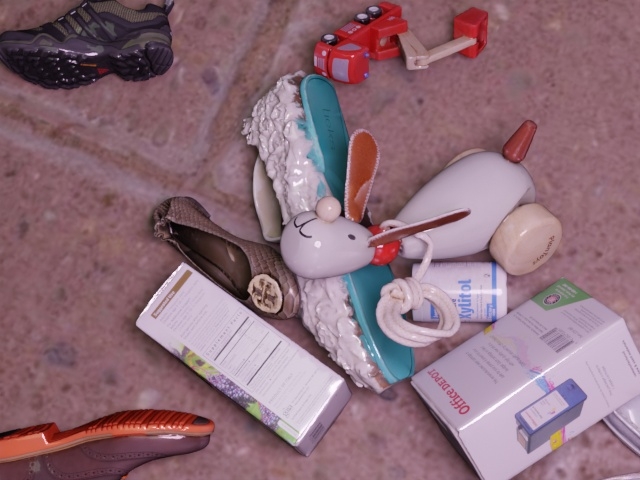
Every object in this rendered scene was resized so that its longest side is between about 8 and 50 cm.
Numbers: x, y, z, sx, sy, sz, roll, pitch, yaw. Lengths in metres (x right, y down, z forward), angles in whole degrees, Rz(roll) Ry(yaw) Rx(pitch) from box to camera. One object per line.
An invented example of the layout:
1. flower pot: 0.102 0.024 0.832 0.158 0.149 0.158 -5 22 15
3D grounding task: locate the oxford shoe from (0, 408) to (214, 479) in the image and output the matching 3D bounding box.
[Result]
1. oxford shoe: -0.248 0.251 1.500 0.271 0.097 0.098 -9 91 9

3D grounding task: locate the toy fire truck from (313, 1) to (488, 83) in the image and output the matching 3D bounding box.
1. toy fire truck: 0.099 -0.236 1.590 0.135 0.047 0.192 26 46 31

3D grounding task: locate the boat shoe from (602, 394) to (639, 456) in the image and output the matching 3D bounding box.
1. boat shoe: 0.440 0.218 1.404 0.320 0.103 0.118 34 79 16

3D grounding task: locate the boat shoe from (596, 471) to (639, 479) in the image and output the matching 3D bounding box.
1. boat shoe: 0.235 0.321 1.391 0.324 0.123 0.116 -10 73 6

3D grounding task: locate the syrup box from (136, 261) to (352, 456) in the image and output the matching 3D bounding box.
1. syrup box: -0.086 0.135 1.503 0.237 0.093 0.096 34 80 16

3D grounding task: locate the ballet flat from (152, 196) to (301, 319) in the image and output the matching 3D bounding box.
1. ballet flat: -0.115 0.019 1.517 0.250 0.058 0.084 36 122 37

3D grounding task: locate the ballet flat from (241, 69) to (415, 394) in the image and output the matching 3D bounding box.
1. ballet flat: 0.000 0.000 1.536 0.147 0.147 0.409 -15 68 2

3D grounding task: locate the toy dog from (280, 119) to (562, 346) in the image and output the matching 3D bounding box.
1. toy dog: 0.127 -0.046 1.418 0.220 0.161 0.333 31 36 24

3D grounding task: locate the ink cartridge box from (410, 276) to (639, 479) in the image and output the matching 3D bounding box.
1. ink cartridge box: 0.222 0.150 1.420 0.212 0.154 0.093 -31 111 -5

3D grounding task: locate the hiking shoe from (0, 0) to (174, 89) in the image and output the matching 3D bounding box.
1. hiking shoe: -0.296 -0.259 1.674 0.226 0.086 0.114 0 59 1

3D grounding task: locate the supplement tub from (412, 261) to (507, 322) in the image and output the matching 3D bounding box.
1. supplement tub: 0.159 0.059 1.509 0.107 0.071 0.071 -2 72 7
